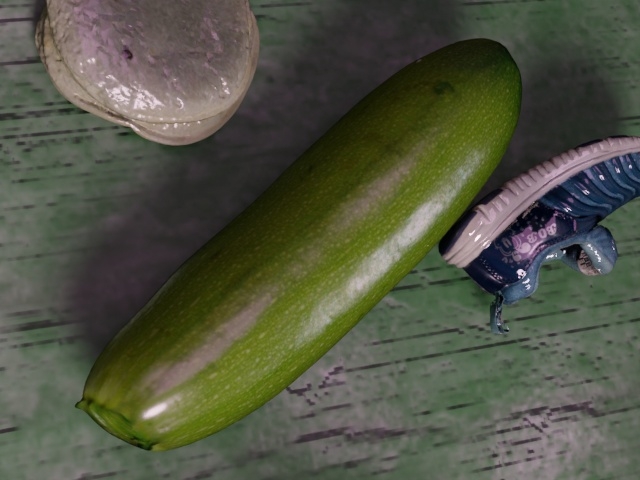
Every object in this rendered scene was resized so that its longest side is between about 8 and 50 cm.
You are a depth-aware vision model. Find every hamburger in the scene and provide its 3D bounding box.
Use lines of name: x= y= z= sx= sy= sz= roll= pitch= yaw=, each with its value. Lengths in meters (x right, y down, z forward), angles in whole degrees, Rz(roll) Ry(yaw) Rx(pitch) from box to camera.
hamburger: x=-0.085 y=-0.094 z=0.643 sx=0.121 sy=0.054 sz=0.084 roll=7 pitch=71 yaw=-26

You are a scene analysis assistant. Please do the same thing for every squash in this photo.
squash: x=0.001 y=0.001 z=0.631 sx=0.082 sy=0.082 sz=0.292 roll=47 pitch=68 yaw=-3

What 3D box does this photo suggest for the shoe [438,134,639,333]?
shoe: x=0.135 y=-0.010 z=0.694 sx=0.143 sy=0.064 sz=0.071 roll=-29 pitch=86 yaw=-22
